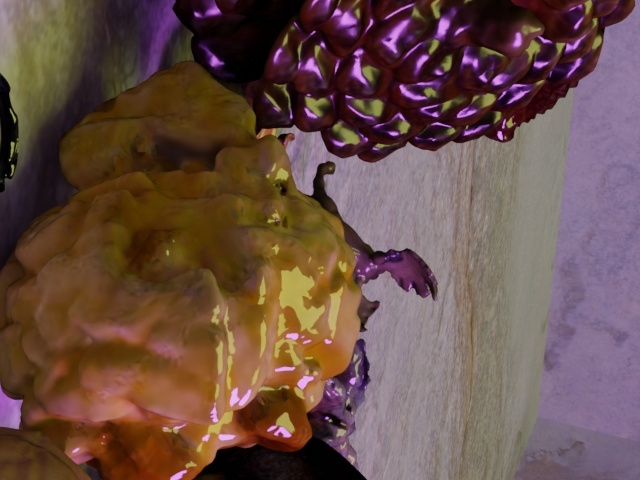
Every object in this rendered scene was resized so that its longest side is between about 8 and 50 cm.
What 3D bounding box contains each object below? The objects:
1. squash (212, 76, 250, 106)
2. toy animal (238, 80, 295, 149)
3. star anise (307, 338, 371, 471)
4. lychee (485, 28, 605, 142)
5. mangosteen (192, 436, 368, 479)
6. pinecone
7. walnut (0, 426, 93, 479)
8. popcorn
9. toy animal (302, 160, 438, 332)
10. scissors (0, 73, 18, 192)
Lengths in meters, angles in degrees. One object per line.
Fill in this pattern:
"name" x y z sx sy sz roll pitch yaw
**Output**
"squash" -0.109 0.013 1.349 0.087 0.087 0.331 -41 137 -64
"toy animal" -0.069 -0.072 1.395 0.114 0.116 0.255 23 83 -69
"star anise" 0.007 0.222 1.870 0.229 0.093 0.236 -58 153 -47
"lychee" 0.186 -0.273 1.786 0.306 0.306 0.330 38 38 -72
"mangosteen" -0.070 0.322 1.354 0.313 0.297 0.297 -29 141 -20
"pinecone" 0.048 -0.261 1.200 0.398 0.397 0.398 12 90 -73
"walnut" -0.219 0.218 0.970 0.213 0.213 0.213 12 90 -73
"popcorn" -0.098 0.027 1.115 0.225 0.265 0.332 131 -38 -60
"toy animal" 0.000 0.000 1.488 0.186 0.214 0.094 -108 -141 -54
"scissors" -0.237 -0.133 0.942 0.300 0.022 0.109 85 20 -44
